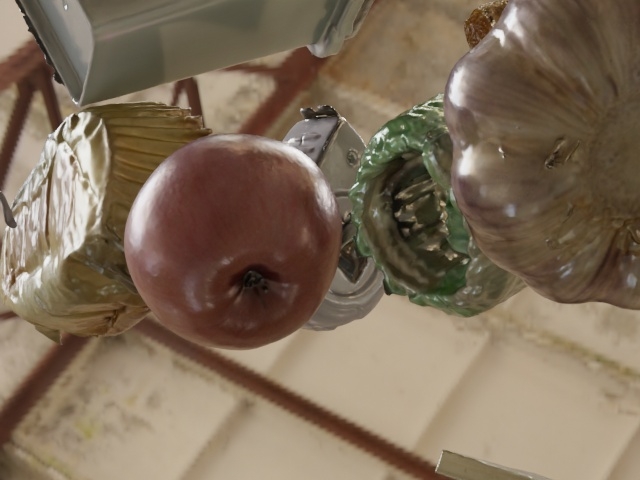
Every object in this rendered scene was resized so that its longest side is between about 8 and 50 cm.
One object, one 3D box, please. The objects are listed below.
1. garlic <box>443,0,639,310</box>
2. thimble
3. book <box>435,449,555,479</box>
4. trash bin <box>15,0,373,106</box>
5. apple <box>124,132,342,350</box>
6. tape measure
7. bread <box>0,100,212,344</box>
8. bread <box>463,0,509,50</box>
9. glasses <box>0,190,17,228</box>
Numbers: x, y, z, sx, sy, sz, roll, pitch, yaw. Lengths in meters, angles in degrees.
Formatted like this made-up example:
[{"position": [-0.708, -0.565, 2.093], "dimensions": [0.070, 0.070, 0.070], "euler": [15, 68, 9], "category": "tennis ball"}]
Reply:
[{"position": [0.193, -0.073, 1.048], "dimensions": [0.245, 0.245, 0.160], "euler": [-16, -163, -9], "category": "garlic"}, {"position": [0.138, -0.039, 1.500], "dimensions": [0.150, 0.219, 0.219], "euler": [-28, -131, -37], "category": "thimble"}, {"position": [0.242, 0.247, 1.441], "dimensions": [0.231, 0.161, 0.026], "euler": [12, -96, 45], "category": "book"}, {"position": [-0.132, -0.295, 1.645], "dimensions": [0.367, 0.296, 0.256], "euler": [-24, -103, -22], "category": "trash bin"}, {"position": [-0.058, 0.004, 1.035], "dimensions": [0.153, 0.153, 0.120], "euler": [-20, -140, -12], "category": "apple"}, {"position": [0.000, 0.000, 1.719], "dimensions": [0.120, 0.197, 0.236], "euler": [-1, -128, 47], "category": "tape measure"}, {"position": [-0.233, -0.020, 1.703], "dimensions": [0.183, 0.388, 0.236], "euler": [8, -106, -26], "category": "bread"}, {"position": [0.181, -0.182, 1.363], "dimensions": [0.083, 0.076, 0.070], "euler": [-14, -95, -21], "category": "bread"}, {"position": [-0.312, -0.057, 1.349], "dimensions": [0.104, 0.140, 0.062], "euler": [23, -92, 1], "category": "glasses"}]
